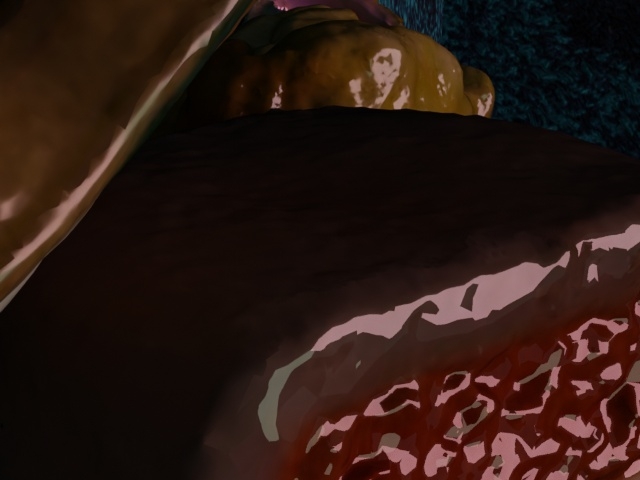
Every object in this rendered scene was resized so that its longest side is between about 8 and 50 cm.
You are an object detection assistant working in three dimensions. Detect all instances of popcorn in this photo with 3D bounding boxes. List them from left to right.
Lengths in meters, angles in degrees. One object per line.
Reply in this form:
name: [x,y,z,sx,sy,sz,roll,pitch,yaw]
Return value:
popcorn: [0.000,0.000,0.971,0.332,0.225,0.265,87,9,-54]

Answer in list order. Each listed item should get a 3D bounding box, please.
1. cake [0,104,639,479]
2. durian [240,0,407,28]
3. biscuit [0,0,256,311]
cake: [0.003,0.087,0.701,0.309,0.230,0.237,-16,111,-42]
durian: [-0.019,-0.106,1.287,0.132,0.165,0.182,43,8,-24]
biscuit: [-0.077,-0.063,0.562,0.287,0.057,0.344,-21,-148,58]
